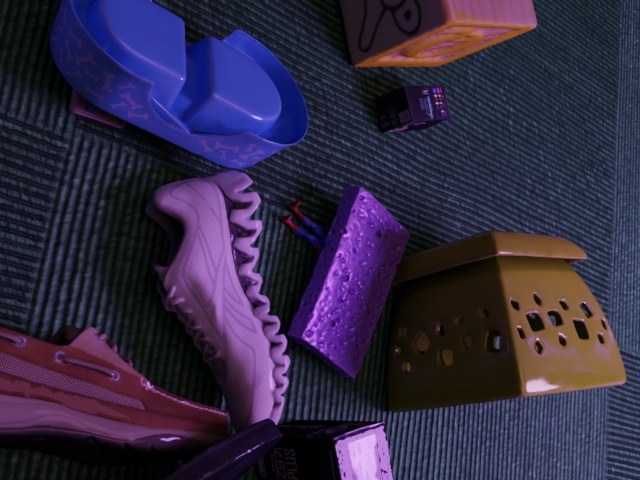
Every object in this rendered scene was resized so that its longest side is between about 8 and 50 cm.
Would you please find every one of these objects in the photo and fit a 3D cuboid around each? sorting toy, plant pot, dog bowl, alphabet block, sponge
[{"bbox_3d":[-0.230,-0.167,0.901,0.062,0.012,0.083,14,73,-38],"label":"sorting toy"},{"bbox_3d":[0.228,0.105,1.109,0.228,0.227,0.207,4,73,-40],"label":"plant pot"},{"bbox_3d":[-0.149,-0.176,0.903,0.297,0.074,0.165,24,42,-36],"label":"dog bowl"},{"bbox_3d":[0.147,-0.354,1.144,0.193,0.192,0.197,-11,90,-39],"label":"alphabet block"},{"bbox_3d":[0.039,0.051,1.053,0.117,0.031,0.210,41,63,-40],"label":"sponge"}]

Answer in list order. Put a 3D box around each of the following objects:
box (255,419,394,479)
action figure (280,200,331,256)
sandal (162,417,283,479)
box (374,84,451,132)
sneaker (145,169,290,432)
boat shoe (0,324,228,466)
[{"bbox_3d":[0.009,0.292,0.930,0.078,0.147,0.180,-7,87,-41],"label":"box"},{"bbox_3d":[0.000,0.000,1.058,0.115,0.030,0.038,45,53,-28],"label":"action figure"},{"bbox_3d":[-0.185,0.330,0.742,0.107,0.167,0.446,45,59,12],"label":"sandal"},{"bbox_3d":[0.129,-0.183,1.178,0.083,0.062,0.052,-11,88,-42],"label":"box"},{"bbox_3d":[-0.114,0.070,0.906,0.118,0.110,0.292,-6,78,-33],"label":"sneaker"},{"bbox_3d":[-0.225,0.135,0.781,0.324,0.123,0.119,20,58,-39],"label":"boat shoe"}]
